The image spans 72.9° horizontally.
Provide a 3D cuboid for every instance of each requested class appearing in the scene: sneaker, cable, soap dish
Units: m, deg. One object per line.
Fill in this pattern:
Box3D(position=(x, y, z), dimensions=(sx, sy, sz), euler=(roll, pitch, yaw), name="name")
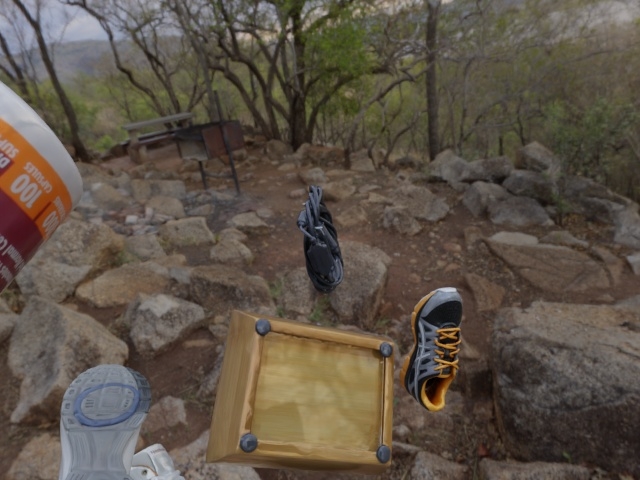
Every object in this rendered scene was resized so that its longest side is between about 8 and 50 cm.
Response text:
Box3D(position=(-0.233, 0.378, 0.633), dimensions=(0.290, 0.123, 0.106), euler=(8, -15, 21), name="sneaker")
Box3D(position=(0.000, 0.000, 0.718), dimensions=(0.047, 0.185, 0.151), euler=(-12, 46, 11), name="cable")
Box3D(position=(-0.288, 0.287, 0.549), dimensions=(0.110, 0.129, 0.297), euler=(17, 27, -25), name="sneaker")
Box3D(position=(0.190, 0.176, 0.695), dimensions=(0.084, 0.215, 0.083), euler=(0, 22, -16), name="sneaker")
Box3D(position=(-0.014, 0.243, 0.692), dimensions=(0.290, 0.229, 0.118), euler=(14, -23, -17), name="soap dish")

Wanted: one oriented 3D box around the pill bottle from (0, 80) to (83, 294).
Box3D(position=(-0.396, 0.039, 0.322), dimensions=(0.224, 0.224, 0.392), euler=(1, 53, 32), name="pill bottle")
